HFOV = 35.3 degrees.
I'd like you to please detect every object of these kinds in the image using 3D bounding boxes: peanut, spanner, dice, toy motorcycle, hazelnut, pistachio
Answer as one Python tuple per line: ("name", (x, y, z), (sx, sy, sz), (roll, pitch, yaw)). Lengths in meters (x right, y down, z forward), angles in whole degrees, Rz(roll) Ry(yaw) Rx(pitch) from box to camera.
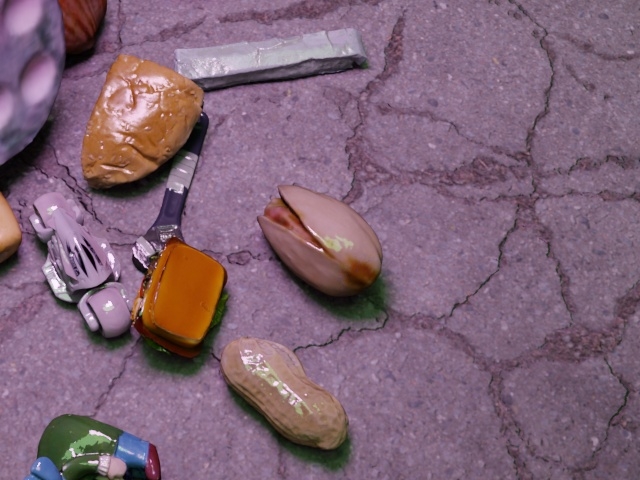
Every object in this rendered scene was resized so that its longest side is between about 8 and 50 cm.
("peanut", (-0.050, 0.215, 1.421), (0.214, 0.090, 0.099), (42, 35, 15))
("spanner", (-0.223, -0.083, 1.607), (0.087, 0.024, 0.315), (13, 59, -1))
("dice", (-0.593, -0.283, 1.450), (0.348, 0.330, 0.328), (20, 47, 24))
("toy motorcycle", (-0.353, 0.028, 1.478), (0.112, 0.112, 0.254), (-27, 68, -20))
("hazelnut", (-0.469, -0.398, 1.675), (0.186, 0.210, 0.210), (4, 57, 23))
("pistachio", (0.000, 0.000, 1.517), (0.215, 0.144, 0.144), (34, 62, 18))

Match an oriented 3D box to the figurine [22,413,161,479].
("figurine", (-0.318, 0.354, 1.300), (0.185, 0.127, 0.234), (22, 50, -3))

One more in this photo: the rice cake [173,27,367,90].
("rice cake", (-0.085, -0.310, 1.727), (0.336, 0.063, 0.066), (-11, 71, -14))

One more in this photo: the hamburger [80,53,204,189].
("hamburger", (-0.288, -0.177, 1.577), (0.155, 0.135, 0.207), (18, 63, 17))

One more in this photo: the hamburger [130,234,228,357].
("hamburger", (-0.206, 0.090, 1.464), (0.137, 0.087, 0.165), (33, 57, -23))

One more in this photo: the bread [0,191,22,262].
("bread", (-0.529, -0.028, 1.500), (0.134, 0.085, 0.173), (-21, 63, -23))
